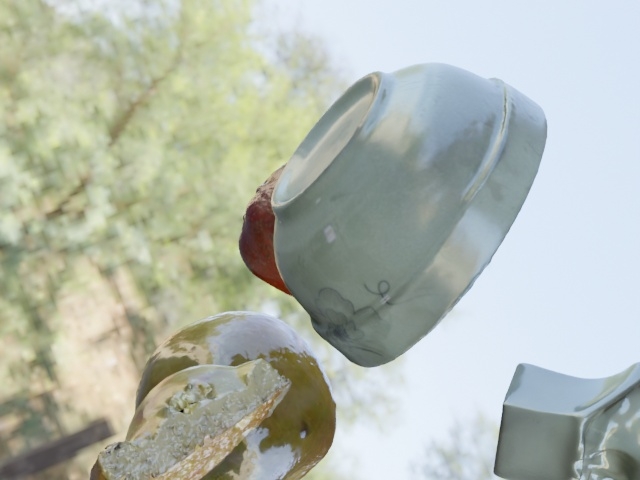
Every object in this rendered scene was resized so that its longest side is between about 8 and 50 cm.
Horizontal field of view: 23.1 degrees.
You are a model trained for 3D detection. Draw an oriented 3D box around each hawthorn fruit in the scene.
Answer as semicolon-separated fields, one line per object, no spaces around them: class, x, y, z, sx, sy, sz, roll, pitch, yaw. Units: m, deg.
hawthorn fruit;0.000;0.000;1.820;0.194;0.157;0.157;38;-18;14

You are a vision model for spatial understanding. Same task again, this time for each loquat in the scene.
loquat;-0.121;0.220;2.027;0.276;0.276;0.284;68;16;5

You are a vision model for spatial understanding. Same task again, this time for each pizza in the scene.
pizza;-0.133;0.174;1.365;0.080;0.188;0.204;51;-28;14

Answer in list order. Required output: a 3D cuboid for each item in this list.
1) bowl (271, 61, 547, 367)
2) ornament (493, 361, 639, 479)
bowl;0.064;-0.047;1.488;0.163;0.307;0.307;37;-2;-14
ornament;0.276;0.183;1.274;0.285;0.120;0.130;32;-53;16
